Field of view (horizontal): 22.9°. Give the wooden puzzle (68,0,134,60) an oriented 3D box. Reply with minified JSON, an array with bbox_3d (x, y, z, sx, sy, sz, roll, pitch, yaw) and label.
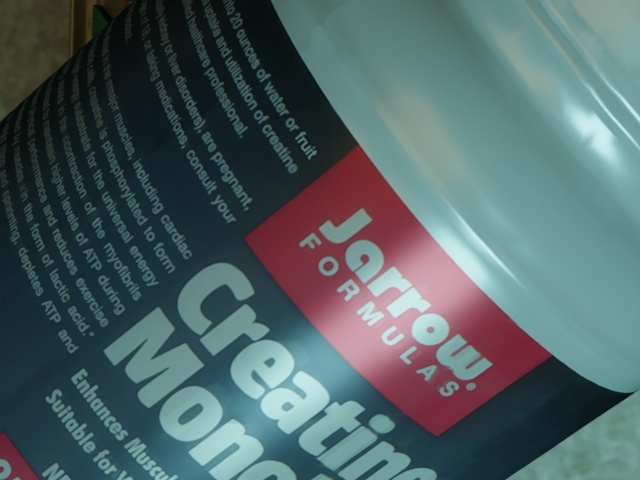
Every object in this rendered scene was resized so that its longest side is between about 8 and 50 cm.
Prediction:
[{"bbox_3d":[-0.064,-0.082,0.609,0.078,0.014,0.116,-2,95,19],"label":"wooden puzzle"}]

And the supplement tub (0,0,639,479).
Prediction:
[{"bbox_3d":[0.000,0.000,0.503,0.272,0.191,0.191,-38,83,19],"label":"supplement tub"}]
